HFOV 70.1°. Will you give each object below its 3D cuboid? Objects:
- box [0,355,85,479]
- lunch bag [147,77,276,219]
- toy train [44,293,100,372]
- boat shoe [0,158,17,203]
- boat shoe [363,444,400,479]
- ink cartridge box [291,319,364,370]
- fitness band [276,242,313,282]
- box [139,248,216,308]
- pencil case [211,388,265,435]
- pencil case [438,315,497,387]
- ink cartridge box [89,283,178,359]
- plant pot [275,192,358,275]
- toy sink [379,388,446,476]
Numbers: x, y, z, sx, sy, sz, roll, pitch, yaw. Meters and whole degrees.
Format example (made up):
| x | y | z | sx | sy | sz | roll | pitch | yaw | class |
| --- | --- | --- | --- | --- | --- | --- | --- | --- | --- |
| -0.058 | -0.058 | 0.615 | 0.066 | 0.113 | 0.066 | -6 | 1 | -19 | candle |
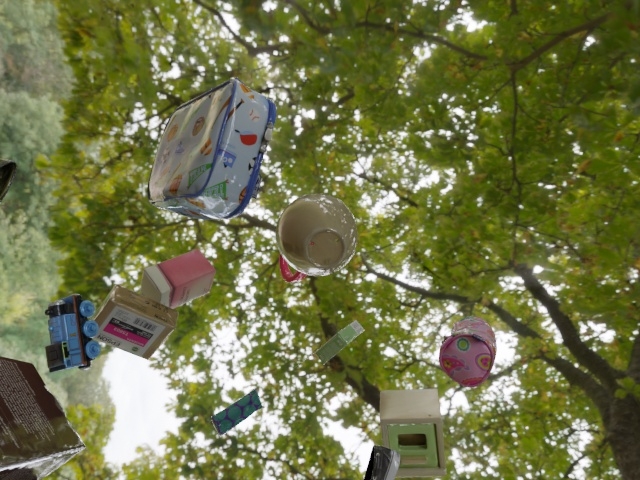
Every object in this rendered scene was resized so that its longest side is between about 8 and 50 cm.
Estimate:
| x | y | z | sx | sy | sz | roll | pitch | yaw | class |
| --- | --- | --- | --- | --- | --- | --- | --- | --- | --- |
| -0.484 | 0.263 | 0.623 | 0.191 | 0.143 | 0.381 | 50 | -19 | 10 | box |
| -0.203 | -0.164 | 0.839 | 0.303 | 0.115 | 0.243 | 3 | -106 | 49 | lunch bag |
| -0.585 | 0.216 | 1.069 | 0.080 | 0.105 | 0.184 | -17 | -100 | 22 | toy train |
| -0.708 | -0.091 | 0.947 | 0.080 | 0.073 | 0.223 | 69 | 19 | -51 | boat shoe |
| 0.102 | 0.571 | 1.020 | 0.080 | 0.076 | 0.228 | 119 | -3 | -84 | boat shoe |
| 0.028 | 0.376 | 1.569 | 0.235 | 0.171 | 0.056 | -45 | -103 | 22 | ink cartridge box |
| -0.098 | 0.046 | 1.857 | 0.291 | 0.054 | 0.209 | -52 | -126 | 44 | fitness band |
| -0.529 | 0.152 | 1.696 | 0.127 | 0.232 | 0.148 | 46 | -45 | 20 | box |
| -0.241 | 0.502 | 1.333 | 0.064 | 0.152 | 0.070 | 58 | -22 | 8 | pencil case |
| 0.352 | 0.251 | 1.078 | 0.124 | 0.284 | 0.124 | -1 | -92 | 22 | pencil case |
| -0.633 | 0.279 | 1.537 | 0.193 | 0.235 | 0.088 | -49 | -152 | 21 | ink cartridge box |
| 0.000 | 0.000 | 1.490 | 0.191 | 0.284 | 0.284 | -121 | -146 | -73 | plant pot |
| 0.242 | 0.523 | 1.184 | 0.131 | 0.153 | 0.234 | -65 | 149 | -70 | toy sink |
